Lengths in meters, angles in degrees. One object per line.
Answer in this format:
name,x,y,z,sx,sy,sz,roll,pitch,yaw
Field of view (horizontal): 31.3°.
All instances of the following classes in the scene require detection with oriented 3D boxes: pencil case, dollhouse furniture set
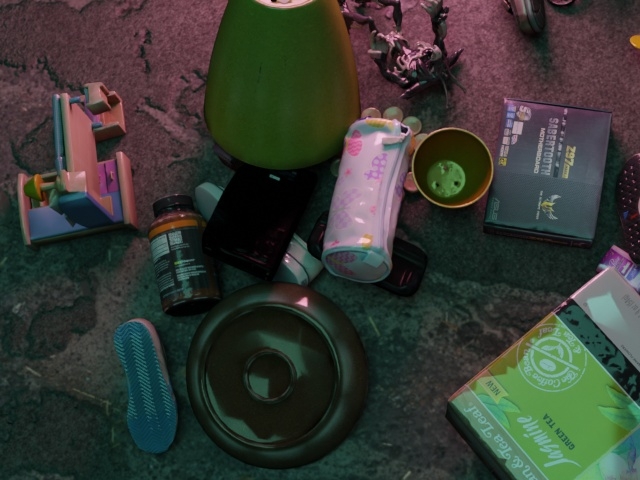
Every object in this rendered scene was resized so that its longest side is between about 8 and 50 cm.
pencil case,0.081,-0.067,1.855,0.124,0.113,0.273,-12,53,40
dollhouse furniture set,-0.459,-0.147,1.930,0.198,0.303,0.286,-11,74,5

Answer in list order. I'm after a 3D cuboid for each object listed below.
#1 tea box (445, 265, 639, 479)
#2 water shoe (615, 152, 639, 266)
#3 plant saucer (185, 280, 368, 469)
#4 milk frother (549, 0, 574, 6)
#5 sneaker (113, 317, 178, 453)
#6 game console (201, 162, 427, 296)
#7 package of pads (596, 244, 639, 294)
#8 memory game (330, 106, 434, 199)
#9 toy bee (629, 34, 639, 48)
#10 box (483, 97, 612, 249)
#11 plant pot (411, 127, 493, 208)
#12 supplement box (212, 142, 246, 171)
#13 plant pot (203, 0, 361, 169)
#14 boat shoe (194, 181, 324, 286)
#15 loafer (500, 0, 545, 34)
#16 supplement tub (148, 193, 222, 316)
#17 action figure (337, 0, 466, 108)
tea box,0.410,0.277,1.706,0.323,0.220,0.329,-40,75,-5
water shoe,0.537,-0.043,1.873,0.080,0.073,0.203,14,63,-25
plant saucer,-0.079,0.221,1.869,0.311,0.050,0.310,-1,86,12
milk frother,0.427,-0.496,1.967,0.129,0.135,0.143,1,70,41
sneaker,-0.283,0.241,1.915,0.087,0.092,0.228,-9,93,5
game console,0.000,0.000,1.896,0.361,0.044,0.213,24,59,1
package of pads,0.497,0.049,1.863,0.083,0.032,0.050,34,80,16
memory game,0.106,-0.147,1.990,0.186,0.012,0.186,-2,75,9
toy bee,0.638,-0.331,1.898,0.195,0.162,0.298,41,110,9
box,0.379,-0.113,1.911,0.183,0.059,0.232,10,77,10
plant pot,0.215,-0.111,1.913,0.134,0.095,0.134,0,81,-1
supplement box,-0.149,-0.157,1.997,0.043,0.083,0.055,34,82,16
plant pot,-0.061,-0.313,1.870,0.275,0.293,0.274,1,54,-2
boat shoe,-0.104,-0.015,1.958,0.258,0.095,0.084,44,56,10
loafer,0.335,-0.471,2.011,0.084,0.096,0.267,-15,65,26
supplement tub,-0.235,0.023,1.951,0.106,0.106,0.197,-14,73,5
action figure,0.141,-0.352,1.975,0.164,0.141,0.276,-42,71,-15
